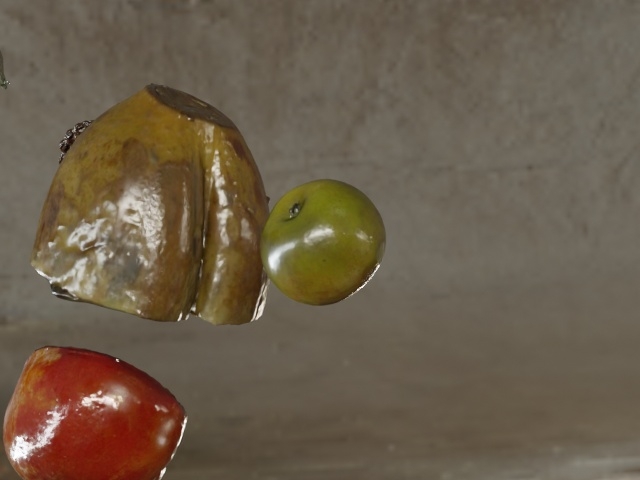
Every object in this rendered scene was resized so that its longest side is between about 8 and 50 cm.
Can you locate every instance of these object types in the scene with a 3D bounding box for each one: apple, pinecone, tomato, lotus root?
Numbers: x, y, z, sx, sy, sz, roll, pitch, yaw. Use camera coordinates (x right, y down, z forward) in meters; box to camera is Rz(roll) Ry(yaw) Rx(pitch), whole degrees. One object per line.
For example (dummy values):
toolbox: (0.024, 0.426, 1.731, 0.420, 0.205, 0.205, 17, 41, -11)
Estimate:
apple: (0.000, 0.000, 1.137, 0.089, 0.089, 0.074, -13, 132, 41)
pinecone: (-0.281, -0.111, 2.005, 0.077, 0.077, 0.083, 0, -148, -14)
tomato: (-0.269, 0.230, 1.868, 0.200, 0.139, 0.233, 25, 143, 2)
lotus root: (-0.124, -0.032, 1.407, 0.199, 0.180, 0.188, 22, -167, 7)

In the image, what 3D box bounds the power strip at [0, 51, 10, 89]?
power strip: (-0.446, -0.302, 2.021, 0.052, 0.078, 0.272, -15, 128, -2)
